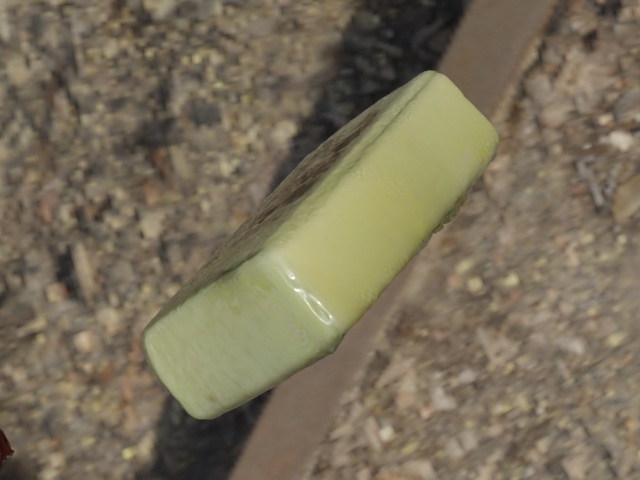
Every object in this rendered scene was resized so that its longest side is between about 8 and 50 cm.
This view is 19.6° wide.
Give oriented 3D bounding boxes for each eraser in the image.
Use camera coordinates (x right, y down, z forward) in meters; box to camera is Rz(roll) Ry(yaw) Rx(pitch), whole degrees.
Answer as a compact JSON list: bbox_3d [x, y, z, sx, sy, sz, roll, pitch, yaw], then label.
[{"bbox_3d":[0.000,0.000,0.862,0.058,0.172,0.117,50,136,-8],"label":"eraser"}]

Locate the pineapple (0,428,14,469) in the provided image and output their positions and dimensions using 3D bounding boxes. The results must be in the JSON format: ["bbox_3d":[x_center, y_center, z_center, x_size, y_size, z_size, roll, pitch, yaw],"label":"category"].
[{"bbox_3d":[-0.230,0.091,0.751,0.221,0.221,0.047,63,151,6],"label":"pineapple"}]
